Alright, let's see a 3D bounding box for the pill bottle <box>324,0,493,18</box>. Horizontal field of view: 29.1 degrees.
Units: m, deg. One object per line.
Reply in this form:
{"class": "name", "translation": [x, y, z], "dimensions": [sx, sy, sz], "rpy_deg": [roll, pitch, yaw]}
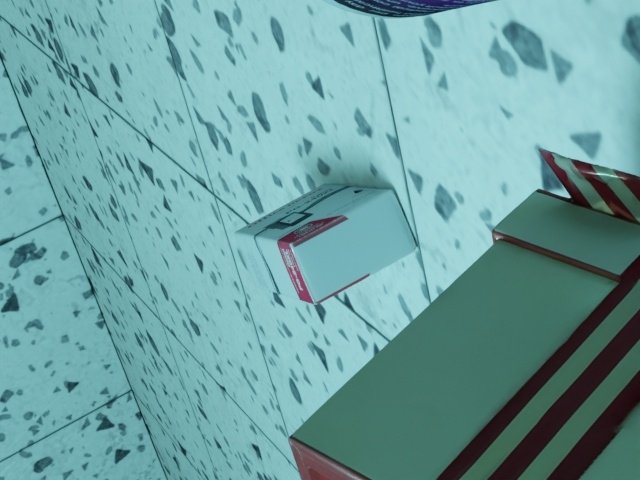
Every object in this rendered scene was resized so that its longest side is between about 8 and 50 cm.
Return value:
{"class": "pill bottle", "translation": [0.067, -0.201, 0.573], "dimensions": [0.323, 0.181, 0.182], "rpy_deg": [9, 125, 66]}

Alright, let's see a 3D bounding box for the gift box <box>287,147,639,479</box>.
{"class": "gift box", "translation": [0.151, 0.123, 0.671], "dimensions": [0.276, 0.258, 0.255], "rpy_deg": [27, 144, 37]}

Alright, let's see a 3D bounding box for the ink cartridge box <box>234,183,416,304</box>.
{"class": "ink cartridge box", "translation": [0.000, 0.000, 1.123], "dimensions": [0.150, 0.109, 0.063], "rpy_deg": [11, 128, 66]}
